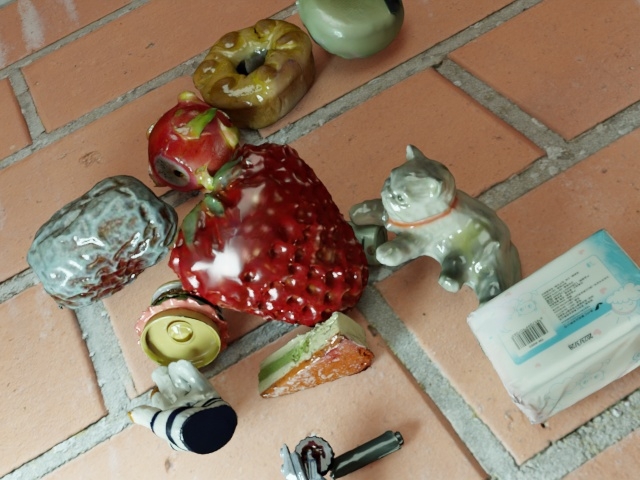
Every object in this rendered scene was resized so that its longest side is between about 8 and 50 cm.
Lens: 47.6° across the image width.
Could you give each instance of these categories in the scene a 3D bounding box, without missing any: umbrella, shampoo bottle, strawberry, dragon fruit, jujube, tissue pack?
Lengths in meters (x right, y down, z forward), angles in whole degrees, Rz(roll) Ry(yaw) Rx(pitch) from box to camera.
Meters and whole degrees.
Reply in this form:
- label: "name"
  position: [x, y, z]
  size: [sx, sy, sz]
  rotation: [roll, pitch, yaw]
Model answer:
- label: "umbrella"
  position: [0.072, 0.344, 1.171]
  size: [0.133, 0.031, 0.036]
  rotation: [-24, 71, -4]
- label: "shampoo bottle"
  position: [0.000, 0.000, 1.464]
  size: [0.263, 0.085, 0.085]
  rotation: [3, 51, 22]
- label: "strawberry"
  position: [-0.071, 0.019, 1.316]
  size: [0.345, 0.295, 0.317]
  rotation: [36, 70, 0]
- label: "dragon fruit"
  position: [-0.291, -0.219, 1.690]
  size: [0.224, 0.224, 0.227]
  rotation: [16, 55, 31]
- label: "jujube"
  position: [-0.461, 0.003, 1.541]
  size: [0.317, 0.226, 0.226]
  rotation: [-40, 49, -9]
- label: "tissue pack"
  position: [0.391, 0.135, 1.133]
  size: [0.271, 0.124, 0.201]
  rotation: [-34, 37, 10]

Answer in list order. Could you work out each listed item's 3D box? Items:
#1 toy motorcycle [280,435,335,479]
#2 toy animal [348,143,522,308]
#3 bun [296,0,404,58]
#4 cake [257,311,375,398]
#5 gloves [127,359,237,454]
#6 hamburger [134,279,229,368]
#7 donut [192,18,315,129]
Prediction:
- label: "toy motorcycle"
  position: [-0.030, 0.413, 1.112]
  size: [0.123, 0.080, 0.215]
  rotation: [-8, 62, 4]
- label: "toy animal"
  position: [0.239, -0.023, 1.297]
  size: [0.266, 0.188, 0.307]
  rotation: [3, 37, -26]
- label: "bun"
  position: [0.076, -0.573, 1.895]
  size: [0.283, 0.179, 0.283]
  rotation: [3, 55, -4]
- label: "cake"
  position: [0.000, 0.218, 1.305]
  size: [0.220, 0.117, 0.086]
  rotation: [-41, 36, 29]
- label: "gloves"
  position: [-0.239, 0.301, 1.277]
  size: [0.140, 0.131, 0.219]
  rotation: [-49, 21, -20]
- label: "hamburger"
  position: [-0.256, 0.151, 1.378]
  size: [0.175, 0.175, 0.137]
  rotation: [-13, 35, 9]
- label: "donut"
  position: [-0.162, -0.426, 1.855]
  size: [0.317, 0.150, 0.299]
  rotation: [-25, 47, -3]
